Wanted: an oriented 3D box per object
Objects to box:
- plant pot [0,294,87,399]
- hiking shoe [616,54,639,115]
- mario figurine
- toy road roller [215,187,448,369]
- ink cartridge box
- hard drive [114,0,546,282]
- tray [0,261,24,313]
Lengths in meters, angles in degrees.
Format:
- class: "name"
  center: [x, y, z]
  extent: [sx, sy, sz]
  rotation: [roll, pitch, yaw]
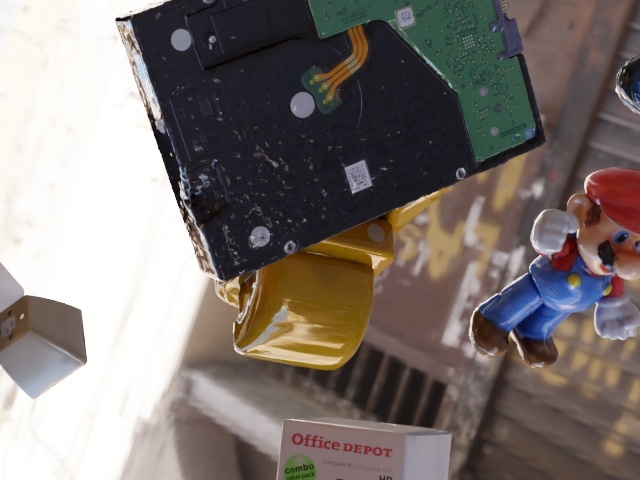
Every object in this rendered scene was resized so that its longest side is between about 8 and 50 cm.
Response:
- class: "plant pot"
  center: [-0.407, 0.141, 1.919]
  extent: [0.096, 0.109, 0.109]
  rotation: [41, -158, -41]
- class: "hiking shoe"
  center: [0.567, -0.197, 1.880]
  extent: [0.304, 0.113, 0.132]
  rotation: [14, -176, -4]
- class: "mario figurine"
  center: [0.320, 0.049, 1.638]
  extent: [0.170, 0.320, 0.198]
  rotation: [47, -143, 15]
- class: "toy road roller"
  center: [0.000, 0.000, 1.526]
  extent: [0.202, 0.241, 0.329]
  rotation: [11, 148, -25]
- class: "ink cartridge box"
  center: [0.057, 0.398, 1.941]
  extent: [0.198, 0.270, 0.197]
  rotation: [3, 175, 24]
- class: "hard drive"
  center: [0.018, -0.135, 1.164]
  extent: [0.339, 0.237, 0.064]
  rotation: [-24, -164, -19]
- class: "tray"
  center: [-0.496, 0.104, 2.019]
  extent: [0.030, 0.145, 0.270]
  rotation: [2, 161, 3]
